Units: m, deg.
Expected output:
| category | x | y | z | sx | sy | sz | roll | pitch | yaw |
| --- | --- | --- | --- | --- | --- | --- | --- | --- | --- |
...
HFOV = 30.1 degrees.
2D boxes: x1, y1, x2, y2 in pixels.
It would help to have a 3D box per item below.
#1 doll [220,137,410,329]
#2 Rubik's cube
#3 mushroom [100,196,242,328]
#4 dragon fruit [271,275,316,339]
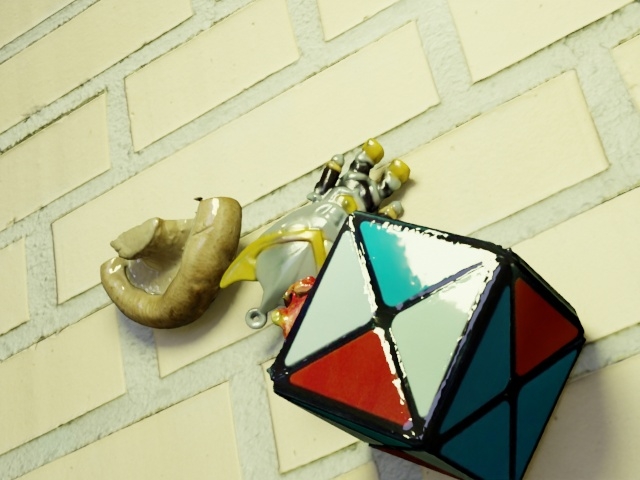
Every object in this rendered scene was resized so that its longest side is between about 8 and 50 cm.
| category | x | y | z | sx | sy | sz | roll | pitch | yaw |
| --- | --- | --- | --- | --- | --- | --- | --- | --- | --- |
| doll | 0.004 | 0.003 | 1.685 | 0.316 | 0.145 | 0.103 | -50 | 15 | -5 |
| Rubik's cube | 0.133 | 0.135 | 1.424 | 0.250 | 0.246 | 0.248 | 15 | 75 | 40 |
| mushroom | -0.214 | 0.049 | 1.788 | 0.285 | 0.156 | 0.151 | -28 | 64 | 35 |
| dragon fruit | 0.040 | 0.089 | 1.591 | 0.207 | 0.150 | 0.133 | -31 | 87 | -6 |
